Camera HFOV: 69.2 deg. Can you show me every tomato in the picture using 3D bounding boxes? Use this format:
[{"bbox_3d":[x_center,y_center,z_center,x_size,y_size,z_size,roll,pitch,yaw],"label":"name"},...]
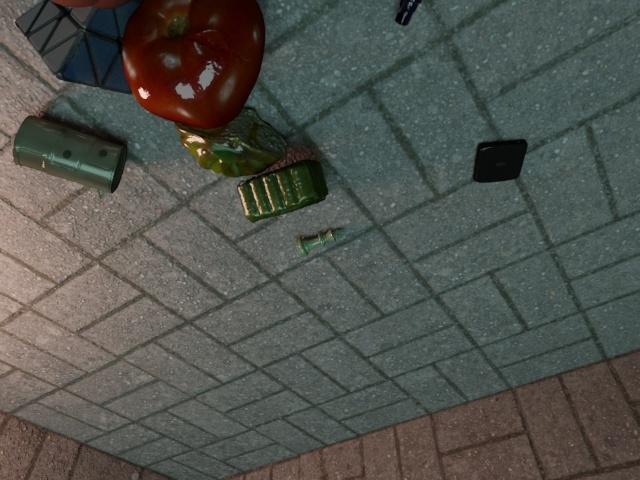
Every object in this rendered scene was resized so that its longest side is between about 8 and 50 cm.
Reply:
[{"bbox_3d":[-0.236,-0.363,0.915,0.298,0.299,0.226,-17,165,14],"label":"tomato"}]

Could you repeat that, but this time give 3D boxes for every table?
[{"bbox_3d":[-0.604,-0.208,1.134,0.219,0.126,0.126,17,131,-15],"label":"table"}]

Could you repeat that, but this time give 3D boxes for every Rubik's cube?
[{"bbox_3d":[-0.459,-0.408,0.939,0.233,0.228,0.228,-13,100,60],"label":"Rubik's cube"}]

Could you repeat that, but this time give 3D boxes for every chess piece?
[{"bbox_3d":[0.000,0.000,1.395,0.149,0.059,0.059,-21,131,12],"label":"chess piece"}]

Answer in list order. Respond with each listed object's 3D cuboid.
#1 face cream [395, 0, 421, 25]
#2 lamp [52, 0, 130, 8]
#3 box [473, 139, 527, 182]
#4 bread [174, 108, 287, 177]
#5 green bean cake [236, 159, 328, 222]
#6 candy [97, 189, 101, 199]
[{"bbox_3d":[0.204,-0.544,0.866,0.078,0.078,0.273,11,133,-11],"label":"face cream"},{"bbox_3d":[-0.405,-0.528,0.738,0.239,0.305,0.305,4,144,42],"label":"lamp"},{"bbox_3d":[0.473,-0.208,1.229,0.126,0.027,0.125,-5,136,2],"label":"box"},{"bbox_3d":[-0.210,-0.220,1.115,0.260,0.158,0.156,4,137,-2],"label":"bread"},{"bbox_3d":[-0.091,-0.123,1.164,0.200,0.214,0.113,-17,94,15],"label":"green bean cake"},{"bbox_3d":[-0.611,-0.155,1.256,0.035,0.035,0.123,-4,144,-13],"label":"candy"}]
